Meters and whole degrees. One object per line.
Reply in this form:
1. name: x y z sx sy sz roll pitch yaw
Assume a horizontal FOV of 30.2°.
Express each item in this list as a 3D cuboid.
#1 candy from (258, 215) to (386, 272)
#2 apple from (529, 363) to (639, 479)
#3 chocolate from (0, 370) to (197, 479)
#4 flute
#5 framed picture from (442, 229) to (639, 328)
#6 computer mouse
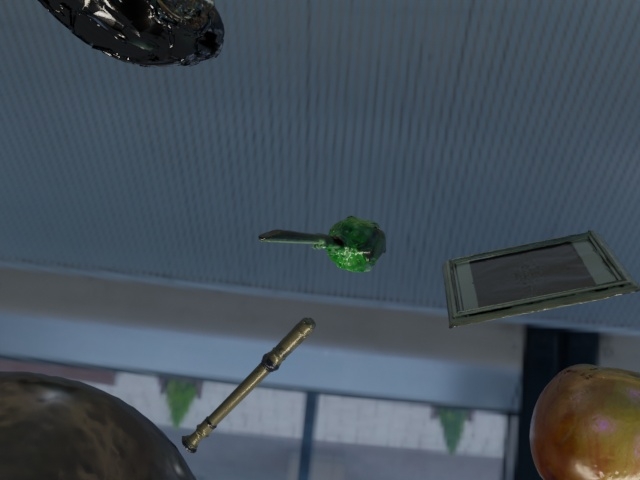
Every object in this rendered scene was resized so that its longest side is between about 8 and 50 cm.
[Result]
1. candy: -0.002 0.000 1.816 0.097 0.097 0.323 -12 171 30
2. apple: 0.256 0.178 1.060 0.146 0.146 0.146 5 152 2
3. chocolate: -0.233 0.264 0.881 0.383 0.331 0.384 11 137 11
4. flute: -0.087 0.175 1.438 0.027 0.027 0.233 30 112 -38
5. framed picture: 0.272 0.043 1.535 0.231 0.018 0.293 -11 -168 6
6. computer mouse: -0.202 -0.244 1.227 0.241 0.077 0.146 29 130 -27
